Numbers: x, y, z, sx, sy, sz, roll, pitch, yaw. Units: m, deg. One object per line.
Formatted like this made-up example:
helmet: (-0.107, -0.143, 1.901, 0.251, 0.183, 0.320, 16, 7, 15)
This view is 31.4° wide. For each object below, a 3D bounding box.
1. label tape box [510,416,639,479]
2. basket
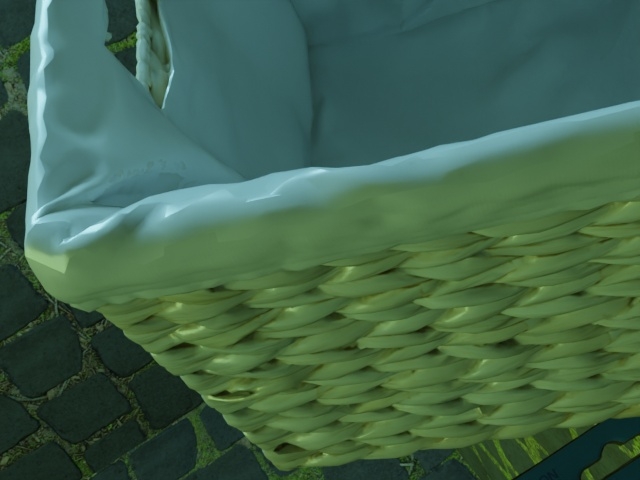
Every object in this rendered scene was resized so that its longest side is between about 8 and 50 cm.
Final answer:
label tape box: (0.354, 0.324, 1.153, 0.333, 0.241, 0.106, 58, 175, 2)
basket: (0.074, -0.096, 0.544, 0.266, 0.331, 0.328, 57, -156, -54)
